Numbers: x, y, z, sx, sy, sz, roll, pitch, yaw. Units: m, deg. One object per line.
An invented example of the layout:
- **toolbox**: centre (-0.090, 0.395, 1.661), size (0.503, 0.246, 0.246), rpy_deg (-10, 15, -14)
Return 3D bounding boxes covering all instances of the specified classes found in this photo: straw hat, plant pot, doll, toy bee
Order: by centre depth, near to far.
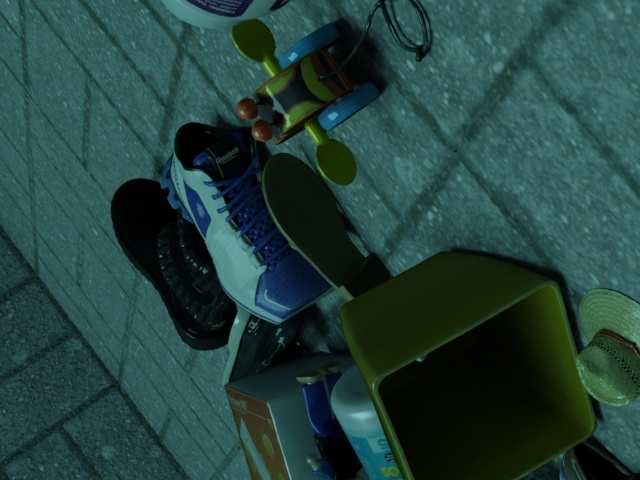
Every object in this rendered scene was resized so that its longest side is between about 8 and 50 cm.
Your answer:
- **straw hat**: centre (0.279, 0.121, 1.149), size (0.144, 0.061, 0.144), rpy_deg (45, 157, 24)
- **toy bee**: centre (-0.028, -0.158, 1.245), size (0.195, 0.162, 0.298), rpy_deg (49, 159, 17)
- **plant pot**: centre (0.137, 0.133, 1.297), size (0.187, 0.212, 0.212), rpy_deg (45, 161, 57)
- **doll**: centre (0.028, 0.259, 1.623), size (0.046, 0.129, 0.189), rpy_deg (-5, 101, 56)

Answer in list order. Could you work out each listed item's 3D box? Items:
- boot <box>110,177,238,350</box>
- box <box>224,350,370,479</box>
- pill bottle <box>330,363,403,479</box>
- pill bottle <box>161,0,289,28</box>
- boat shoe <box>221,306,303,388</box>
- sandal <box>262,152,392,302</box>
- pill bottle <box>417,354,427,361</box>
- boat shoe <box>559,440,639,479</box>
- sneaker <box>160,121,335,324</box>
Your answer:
- **boot**: centre (-0.214, -0.023, 1.880), size (0.348, 0.131, 0.260), rpy_deg (53, 155, 25)
- **box**: centre (0.011, 0.353, 1.756), size (0.215, 0.168, 0.345), rpy_deg (-1, 105, 69)
- **pill bottle**: centre (0.130, 0.278, 1.584), size (0.146, 0.146, 0.264), rpy_deg (12, 134, 61)
- **pill bottle**: centre (-0.067, -0.300, 1.101), size (0.169, 0.169, 0.301), rpy_deg (56, 158, -2)
- **boat shoe**: centre (-0.081, 0.170, 1.919), size (0.113, 0.127, 0.340), rpy_deg (21, 150, 3)
- **sandal**: centre (-0.005, 0.004, 1.538), size (0.240, 0.088, 0.079), rpy_deg (50, 153, -3)
- **pill bottle**: centre (0.110, 0.117, 1.492), size (0.067, 0.067, 0.120), rpy_deg (59, 159, -10)
- **boat shoe**: centre (0.323, 0.284, 1.291), size (0.183, 0.066, 0.066), rpy_deg (38, 152, 37)
- **sneaker**: centre (-0.113, -0.044, 1.643), size (0.315, 0.127, 0.182), rpy_deg (49, 161, 18)
